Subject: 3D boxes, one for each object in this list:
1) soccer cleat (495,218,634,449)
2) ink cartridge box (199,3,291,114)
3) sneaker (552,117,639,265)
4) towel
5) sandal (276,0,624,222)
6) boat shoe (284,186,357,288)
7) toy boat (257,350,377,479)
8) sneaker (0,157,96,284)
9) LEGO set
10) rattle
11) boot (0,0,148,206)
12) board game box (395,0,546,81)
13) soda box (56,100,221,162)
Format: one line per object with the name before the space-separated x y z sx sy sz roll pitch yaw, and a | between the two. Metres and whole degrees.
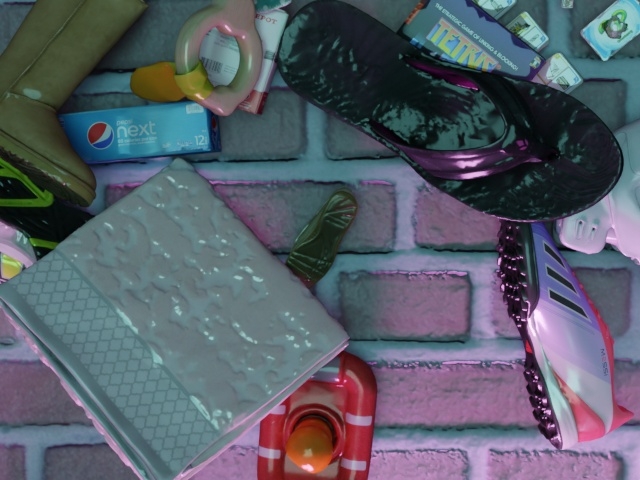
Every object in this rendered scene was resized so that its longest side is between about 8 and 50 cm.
soccer cleat | 0.306 0.101 1.290 0.117 0.108 0.318 -15 96 -6
ink cartridge box | -0.104 -0.241 1.313 0.099 0.056 0.135 19 97 3
sneaker | 0.405 0.022 1.252 0.210 0.137 0.365 -13 90 9
towel | -0.179 0.093 1.250 0.317 0.053 0.332 -38 81 -28
sandal | 0.134 -0.148 1.205 0.446 0.107 0.167 26 101 16
boat shoe | -0.001 -0.001 1.339 0.056 0.048 0.153 26 105 -8
toy boat | -0.010 0.257 1.307 0.151 0.151 0.231 5 96 6
sneaker | -0.373 0.023 1.350 0.384 0.145 0.147 47 131 -4
LEGO set | 0.310 -0.301 1.278 0.244 0.060 0.182 -40 91 20
rattle | -0.134 -0.258 1.270 0.130 0.143 0.199 23 80 -29
boot | -0.306 -0.205 1.269 0.236 0.089 0.269 33 76 10
board game box | 0.173 -0.222 1.279 0.170 0.048 0.141 39 107 4
soda box | -0.241 -0.139 1.330 0.210 0.071 0.067 -4 93 6
